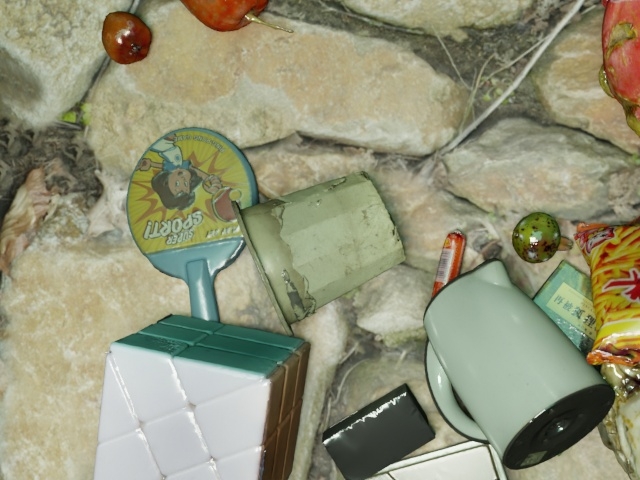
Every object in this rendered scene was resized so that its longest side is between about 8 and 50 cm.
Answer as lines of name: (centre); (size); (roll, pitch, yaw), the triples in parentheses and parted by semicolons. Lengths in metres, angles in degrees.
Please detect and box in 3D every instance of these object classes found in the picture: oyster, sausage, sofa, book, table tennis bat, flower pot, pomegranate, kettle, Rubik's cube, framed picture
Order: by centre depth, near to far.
oyster: (0.449, 0.283, 1.019); (0.166, 0.110, 0.341); (-38, 87, 13)
kettle: (0.230, 0.174, 1.036); (0.236, 0.161, 0.221); (57, 132, 38)
Rubik's cube: (-0.157, 0.243, 1.070); (0.231, 0.225, 0.221); (10, 97, 11)
framed picture: (0.187, 0.443, 1.102); (0.211, 0.020, 0.289); (-18, 80, 8)
book: (0.339, 0.164, 1.104); (0.160, 0.024, 0.228); (38, 92, 15)
flower pot: (0.000, 0.000, 1.108); (0.203, 0.212, 0.212); (-26, 79, 0)
pomegranate: (0.313, 0.003, 1.108); (0.085, 0.073, 0.073); (39, 92, -2)
sofa: (0.083, 0.280, 1.129); (0.147, 0.060, 0.085); (-33, 91, 4)
sausage: (0.187, 0.045, 1.143); (0.034, 0.034, 0.129); (12, 85, 12)
table tennis bat: (-0.197, -0.019, 1.226); (0.215, 0.044, 0.328); (-9, 80, 9)

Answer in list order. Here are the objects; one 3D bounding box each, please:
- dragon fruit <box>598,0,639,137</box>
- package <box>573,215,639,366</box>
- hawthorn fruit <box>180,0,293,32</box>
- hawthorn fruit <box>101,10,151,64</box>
dragon fruit: (0.497, -0.224, 1.016); (0.250, 0.269, 0.291); (-35, 113, -2)
package: (0.442, 0.051, 0.986); (0.224, 0.108, 0.288); (-16, 37, 24)
hawthorn fruit: (-0.140, -0.390, 1.216); (0.163, 0.162, 0.203); (-25, 97, 7)
hawthorn fruit: (-0.322, -0.334, 1.270); (0.081, 0.081, 0.093); (-46, 63, 3)
